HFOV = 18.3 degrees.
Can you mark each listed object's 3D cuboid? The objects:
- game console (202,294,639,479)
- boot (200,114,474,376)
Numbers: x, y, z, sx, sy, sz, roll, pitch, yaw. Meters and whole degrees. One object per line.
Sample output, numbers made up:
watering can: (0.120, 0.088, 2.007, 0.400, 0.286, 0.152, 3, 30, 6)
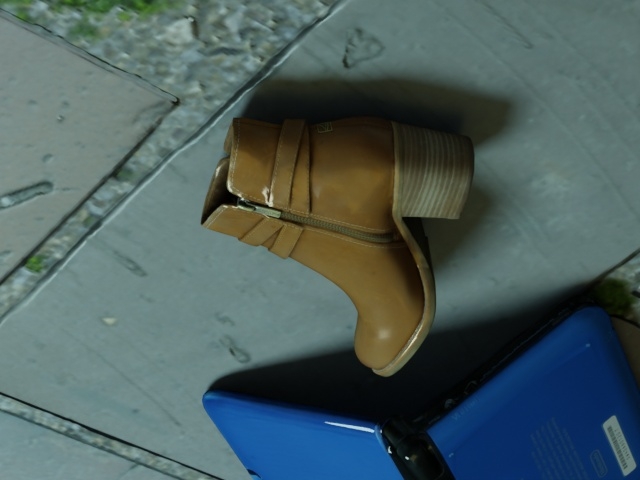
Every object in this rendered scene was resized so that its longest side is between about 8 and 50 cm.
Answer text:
game console: (0.098, 0.158, 1.462, 0.250, 0.173, 0.293, -38, 138, -8)
boot: (0.000, 0.000, 1.239, 0.152, 0.073, 0.197, 5, 127, -12)
